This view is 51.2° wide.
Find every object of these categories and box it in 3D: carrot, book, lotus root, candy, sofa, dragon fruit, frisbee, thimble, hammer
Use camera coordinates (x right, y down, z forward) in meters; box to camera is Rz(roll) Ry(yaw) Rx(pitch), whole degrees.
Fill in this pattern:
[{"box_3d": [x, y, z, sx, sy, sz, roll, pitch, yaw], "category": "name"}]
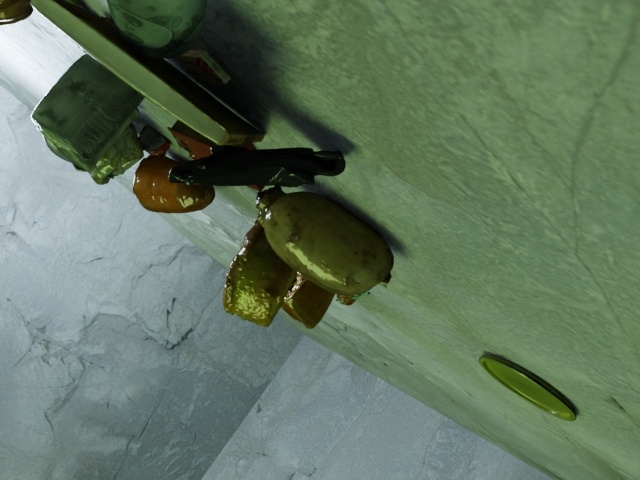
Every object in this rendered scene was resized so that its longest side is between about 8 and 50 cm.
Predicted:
[{"box_3d": [-0.367, -0.139, 1.741, 0.225, 0.159, 0.159, 12, 155, 41], "category": "carrot"}, {"box_3d": [-0.208, -0.219, 0.931, 0.269, 0.032, 0.389, 36, -172, -5], "category": "book"}, {"box_3d": [0.000, 0.000, 1.206, 0.284, 0.146, 0.160, 38, 151, 3], "category": "lotus root"}, {"box_3d": [0.094, 0.149, 1.791, 0.056, 0.049, 0.185, 9, 170, -18], "category": "candy"}, {"box_3d": [-0.460, -0.247, 1.417, 0.176, 0.210, 0.225, 32, 164, 13], "category": "sofa"}, {"box_3d": [-0.417, -0.239, 1.672, 0.083, 0.056, 0.060, 32, 167, 12], "category": "dragon fruit"}, {"box_3d": [0.453, 0.322, 1.468, 0.236, 0.017, 0.236, 34, 168, 8], "category": "frisbee"}, {"box_3d": [-0.523, -0.226, 1.621, 0.190, 0.137, 0.143, -24, 100, 52], "category": "thimble"}, {"box_3d": [-0.246, -0.344, 0.718, 0.305, 0.113, 0.202, 45, 165, -3], "category": "hammer"}]

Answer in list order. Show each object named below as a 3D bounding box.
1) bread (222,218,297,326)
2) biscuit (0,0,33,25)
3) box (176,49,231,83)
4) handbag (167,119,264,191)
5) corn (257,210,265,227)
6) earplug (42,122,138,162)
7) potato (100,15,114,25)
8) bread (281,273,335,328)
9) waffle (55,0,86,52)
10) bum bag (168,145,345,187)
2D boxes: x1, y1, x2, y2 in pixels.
[{"box_3d": [-0.125, 0.055, 1.544, 0.160, 0.260, 0.147, 31, 154, 1], "category": "bread"}, {"box_3d": [-0.717, -0.535, 1.289, 0.326, 0.107, 0.326, 31, 167, 8], "category": "biscuit"}, {"box_3d": [-0.179, -0.262, 1.006, 0.093, 0.015, 0.058, 23, 164, 49], "category": "box"}, {"box_3d": [-0.196, -0.174, 1.299, 0.190, 0.063, 0.127, 25, 165, 29], "category": "handbag"}, {"box_3d": [-0.044, 0.001, 1.482, 0.231, 0.080, 0.080, 38, 168, -10], "category": "corn"}, {"box_3d": [-0.616, -0.295, 1.800, 0.326, 0.175, 0.214, 12, 140, 43], "category": "earplug"}, {"box_3d": [-0.352, -0.342, 1.126, 0.051, 0.040, 0.083, 37, 168, 22], "category": "potato"}, {"box_3d": [-0.044, 0.140, 1.851, 0.143, 0.158, 0.149, 42, 171, -32], "category": "bread"}, {"box_3d": [-0.460, -0.410, 1.186, 0.169, 0.036, 0.183, 43, 165, -17], "category": "waffle"}, {"box_3d": [-0.089, -0.105, 0.946, 0.248, 0.060, 0.123, -2, -171, -10], "category": "bum bag"}]
